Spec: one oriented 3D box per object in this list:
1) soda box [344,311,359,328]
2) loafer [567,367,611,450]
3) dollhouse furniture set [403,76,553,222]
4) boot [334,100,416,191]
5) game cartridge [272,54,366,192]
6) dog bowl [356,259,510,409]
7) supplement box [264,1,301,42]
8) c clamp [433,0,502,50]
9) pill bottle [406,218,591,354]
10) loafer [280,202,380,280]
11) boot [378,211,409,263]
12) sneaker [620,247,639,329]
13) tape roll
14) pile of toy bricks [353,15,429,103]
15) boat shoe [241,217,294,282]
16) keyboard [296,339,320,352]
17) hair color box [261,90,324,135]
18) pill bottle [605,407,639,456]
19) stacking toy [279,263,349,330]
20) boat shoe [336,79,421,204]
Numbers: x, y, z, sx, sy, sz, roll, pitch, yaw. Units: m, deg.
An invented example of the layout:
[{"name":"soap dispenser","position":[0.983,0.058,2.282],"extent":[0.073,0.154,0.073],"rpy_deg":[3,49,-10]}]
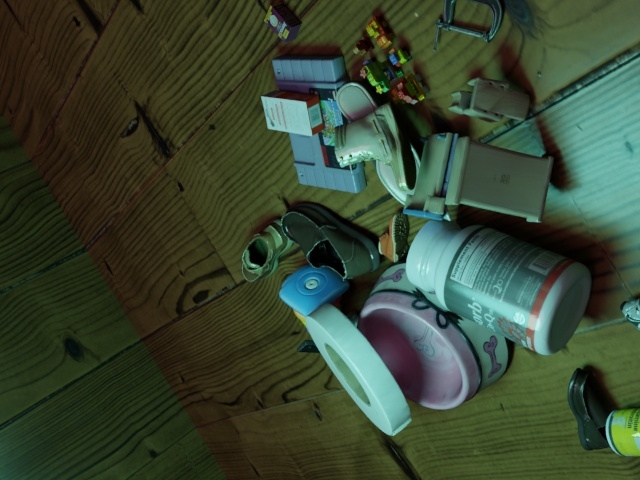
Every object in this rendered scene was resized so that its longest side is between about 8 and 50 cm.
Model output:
[{"name":"soda box","position":[0.108,0.324,2.238],"extent":[0.069,0.074,0.216],"rpy_deg":[21,136,51]},{"name":"loafer","position":[0.627,0.386,1.721],"extent":[0.078,0.080,0.220],"rpy_deg":[-3,119,39]},{"name":"dollhouse furniture set","position":[0.338,-0.175,1.639],"extent":[0.303,0.198,0.287],"rpy_deg":[-168,89,-75]},{"name":"boot","position":[0.121,-0.191,1.707],"extent":[0.165,0.077,0.213],"rpy_deg":[-20,74,24]},{"name":"game cartridge","position":[-0.002,-0.302,1.950],"extent":[0.230,0.068,0.355],"rpy_deg":[17,127,47]},{"name":"dog bowl","position":[0.269,0.258,1.929],"extent":[0.408,0.150,0.408],"rpy_deg":[30,141,28]},{"name":"supplement box","position":[-0.095,-0.548,1.887],"extent":[0.083,0.043,0.055],"rpy_deg":[48,141,11]},{"name":"c clamp","position":[0.300,-0.446,1.531],"extent":[0.160,0.022,0.137],"rpy_deg":[23,126,40]},{"name":"pill bottle","position":[0.385,0.088,1.659],"extent":[0.362,0.210,0.210],"rpy_deg":[25,133,37]},{"name":"loafer","position":[0.000,0.000,2.092],"extent":[0.366,0.130,0.134],"rpy_deg":[25,133,43]},{"name":"boot","position":[0.183,-0.012,1.948],"extent":[0.084,0.059,0.158],"rpy_deg":[31,137,38]},{"name":"sneaker","position":[0.642,0.106,1.484],"extent":[0.132,0.086,0.229],"rpy_deg":[-11,108,54]},{"name":"tape roll","position":[0.098,0.344,2.017],"extent":[0.392,0.072,0.392],"rpy_deg":[51,166,17]},{"name":"pile of toy bricks","position":[0.136,-0.383,1.690],"extent":[0.212,0.105,0.118],"rpy_deg":[58,144,0]},{"name":"boat shoe","position":[-0.194,0.041,2.364],"extent":[0.123,0.120,0.324],"rpy_deg":[50,143,11]},{"name":"keyboard","position":[0.028,0.319,2.283],"extent":[0.108,0.180,0.023],"rpy_deg":[133,137,-56]},{"name":"hair color box","position":[-0.071,-0.327,1.920],"extent":[0.167,0.053,0.093],"rpy_deg":[16,128,41]},{"name":"pill bottle","position":[0.715,0.408,1.601],"extent":[0.184,0.103,0.103],"rpy_deg":[-22,98,53]},{"name":"stacking toy","position":[0.004,0.229,2.275],"extent":[0.165,0.175,0.302],"rpy_deg":[33,152,39]},{"name":"boat shoe","position":[0.157,-0.239,1.801],"extent":[0.112,0.095,0.335],"rpy_deg":[-32,95,20]}]
